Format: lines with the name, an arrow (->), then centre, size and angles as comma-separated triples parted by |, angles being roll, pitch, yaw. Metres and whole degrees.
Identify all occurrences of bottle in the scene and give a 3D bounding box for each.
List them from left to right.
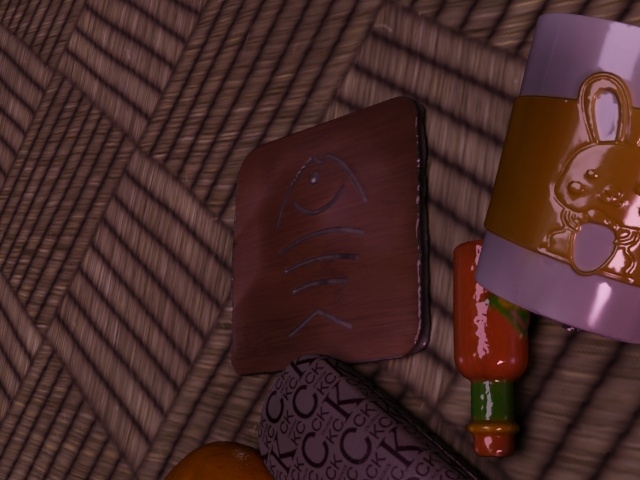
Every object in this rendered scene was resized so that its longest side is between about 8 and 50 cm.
bottle -> 0.151, 0.095, 0.785 | 0.069, 0.069, 0.187 | -11, 72, 42

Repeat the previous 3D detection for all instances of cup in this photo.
cup -> 0.247, -0.040, 0.678 | 0.241, 0.185, 0.226 | 21, 99, 14

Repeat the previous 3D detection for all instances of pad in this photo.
pad -> 0.000, 0.000, 0.991 | 0.286, 0.018, 0.284 | -13, 69, 40

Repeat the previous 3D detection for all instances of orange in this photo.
orange -> -0.104, 0.289, 0.928 | 0.156, 0.124, 0.156 | -16, 66, 41

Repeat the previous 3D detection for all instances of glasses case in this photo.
glasses case -> 0.062, 0.232, 0.813 | 0.354, 0.085, 0.137 | 37, 102, 43
